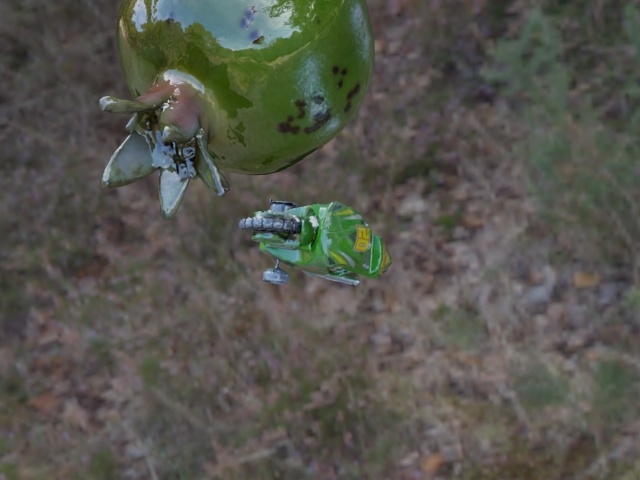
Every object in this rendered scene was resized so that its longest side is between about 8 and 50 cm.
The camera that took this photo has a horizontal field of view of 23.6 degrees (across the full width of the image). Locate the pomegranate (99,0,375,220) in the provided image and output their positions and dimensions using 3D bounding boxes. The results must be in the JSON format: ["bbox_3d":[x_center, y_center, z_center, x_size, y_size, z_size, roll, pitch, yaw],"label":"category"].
[{"bbox_3d":[-0.065,-0.113,1.024,0.182,0.181,0.224,9,40,30],"label":"pomegranate"}]

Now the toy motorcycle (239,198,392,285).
[{"bbox_3d":[0.000,0.000,1.308,0.106,0.074,0.190,3,-8,14],"label":"toy motorcycle"}]
